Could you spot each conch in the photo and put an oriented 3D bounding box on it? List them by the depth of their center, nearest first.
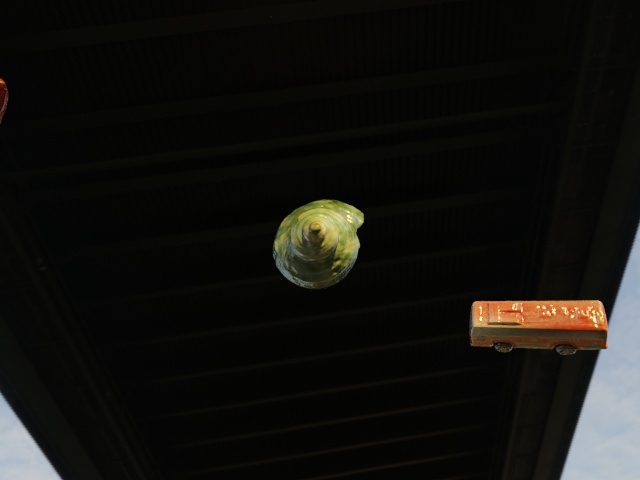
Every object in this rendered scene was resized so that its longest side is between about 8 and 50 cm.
[{"bbox_3d":[0.000,0.000,0.874,0.221,0.277,0.195,-31,-101,3],"label":"conch"}]

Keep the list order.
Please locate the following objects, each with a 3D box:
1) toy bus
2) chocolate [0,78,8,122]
[{"bbox_3d":[0.330,0.130,0.637,0.193,0.065,0.077,-5,-44,25],"label":"toy bus"},{"bbox_3d":[-0.772,-0.249,0.885,0.108,0.235,0.237,16,-78,-43],"label":"chocolate"}]
